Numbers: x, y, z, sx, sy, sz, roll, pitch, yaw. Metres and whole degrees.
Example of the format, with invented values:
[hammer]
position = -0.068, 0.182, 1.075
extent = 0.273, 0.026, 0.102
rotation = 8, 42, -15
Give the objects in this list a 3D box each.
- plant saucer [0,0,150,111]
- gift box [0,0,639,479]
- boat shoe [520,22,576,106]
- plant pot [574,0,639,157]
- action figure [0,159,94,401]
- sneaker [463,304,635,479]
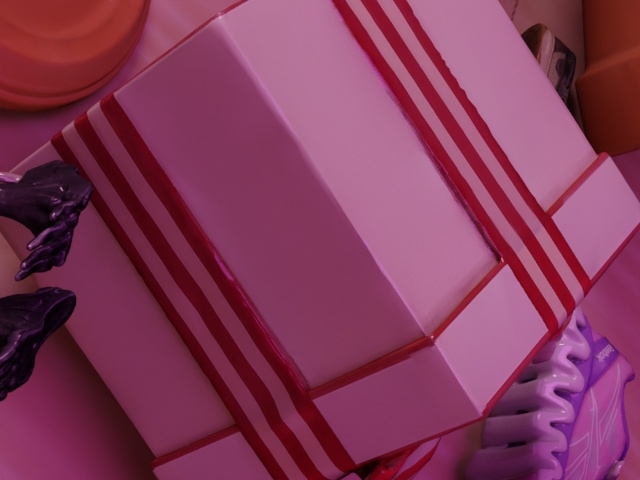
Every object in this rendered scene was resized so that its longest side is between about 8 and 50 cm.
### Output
[plant saucer]
position = -0.170, -0.176, 0.857
extent = 0.200, 0.037, 0.200
rotation = 7, 80, -46
[gift box]
position = 0.000, 0.000, 0.835
extent = 0.255, 0.276, 0.258
rotation = -39, 96, -43
[boat shoe]
position = 0.154, -0.081, 1.046
extent = 0.049, 0.056, 0.152
rotation = 22, 69, -19
[plant pot]
position = 0.300, -0.191, 1.011
extent = 0.290, 0.291, 0.204
rotation = -16, 90, -31
[action figure]
position = -0.249, -0.036, 0.706
extent = 0.275, 0.141, 0.164
rotation = 26, 109, 7
[sneaker]
position = 0.154, 0.152, 0.981
extent = 0.104, 0.095, 0.236
rotation = 31, 65, -30
